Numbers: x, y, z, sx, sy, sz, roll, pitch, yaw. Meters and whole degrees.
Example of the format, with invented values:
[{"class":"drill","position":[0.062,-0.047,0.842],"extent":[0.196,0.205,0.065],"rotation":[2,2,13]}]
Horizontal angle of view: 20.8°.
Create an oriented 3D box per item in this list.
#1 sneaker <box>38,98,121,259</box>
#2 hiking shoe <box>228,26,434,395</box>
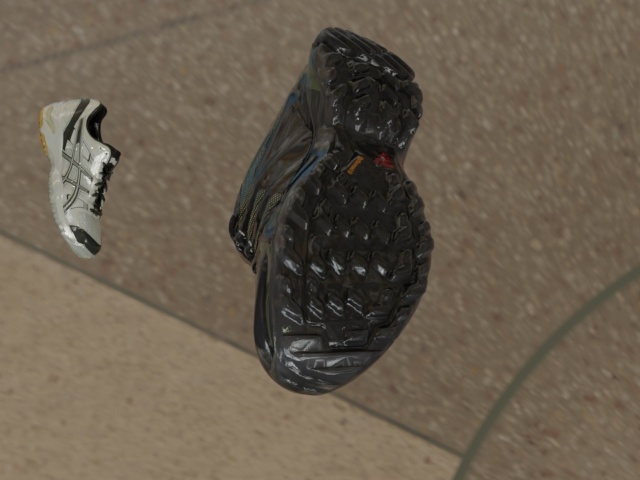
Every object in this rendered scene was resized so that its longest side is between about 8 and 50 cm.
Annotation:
[{"class":"sneaker","position":[-0.117,-0.033,0.880],"extent":[0.037,0.032,0.083],"rotation":[-13,80,7]},{"class":"hiking shoe","position":[0.000,0.000,0.906],"extent":[0.086,0.114,0.226],"rotation":[23,47,-14]}]
